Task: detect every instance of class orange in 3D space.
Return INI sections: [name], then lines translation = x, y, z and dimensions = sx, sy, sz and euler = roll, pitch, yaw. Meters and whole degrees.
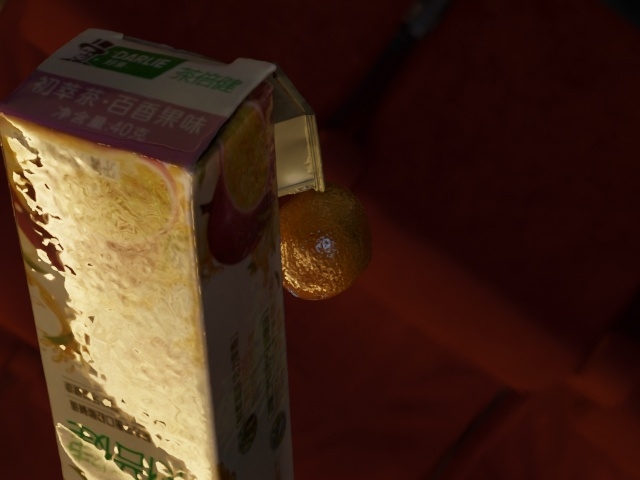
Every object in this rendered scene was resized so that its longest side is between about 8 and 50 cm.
[orange]
translation = 0.000, 0.000, 1.276
dimensions = 0.085, 0.085, 0.085
euler = 35, 175, 3

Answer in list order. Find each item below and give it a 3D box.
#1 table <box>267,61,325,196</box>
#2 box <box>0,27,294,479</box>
[table]
translation = -0.051, -0.062, 1.192
dimensions = 0.079, 0.083, 0.062
euler = -125, 23, -52
[box]
translation = -0.032, 0.050, 0.425
dimensions = 0.050, 0.041, 0.207
euler = 17, 131, 24
